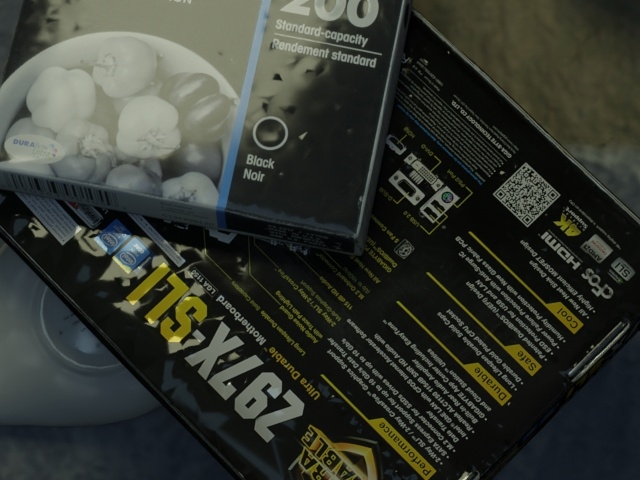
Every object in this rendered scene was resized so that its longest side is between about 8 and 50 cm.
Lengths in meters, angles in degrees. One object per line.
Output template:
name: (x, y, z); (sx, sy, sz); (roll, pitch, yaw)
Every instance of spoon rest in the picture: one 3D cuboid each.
spoon rest: (-0.192, 0.070, 1.089); (0.276, 0.084, 0.137); (-25, 91, -12)

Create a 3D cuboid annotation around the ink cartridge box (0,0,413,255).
ink cartridge box: (-0.059, -0.111, 0.993); (0.206, 0.045, 0.208); (10, 73, 3)

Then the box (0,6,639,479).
box: (0.000, 0.000, 1.025); (0.322, 0.079, 0.257); (44, 80, 11)
